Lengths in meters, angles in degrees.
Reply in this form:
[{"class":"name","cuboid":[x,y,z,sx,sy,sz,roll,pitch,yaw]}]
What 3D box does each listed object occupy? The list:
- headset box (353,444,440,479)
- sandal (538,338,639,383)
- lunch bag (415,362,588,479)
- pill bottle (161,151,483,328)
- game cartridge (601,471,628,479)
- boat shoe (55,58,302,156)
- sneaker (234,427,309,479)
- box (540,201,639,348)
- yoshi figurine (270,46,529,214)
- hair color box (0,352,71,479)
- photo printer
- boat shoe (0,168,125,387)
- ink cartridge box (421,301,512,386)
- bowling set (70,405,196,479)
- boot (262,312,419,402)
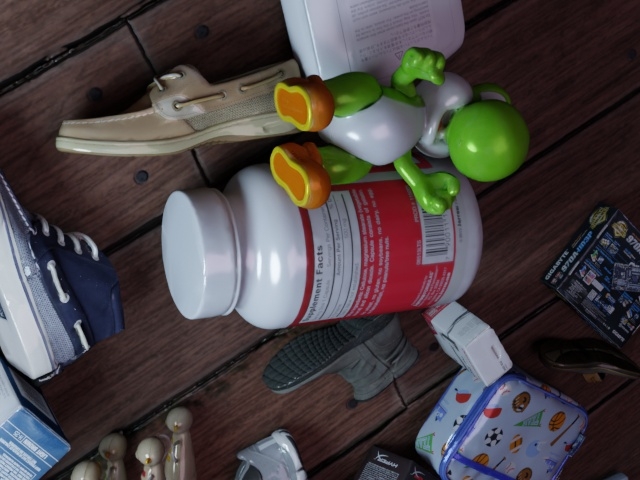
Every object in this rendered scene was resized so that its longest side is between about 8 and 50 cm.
[{"class":"headset box","cuboid":[0.115,0.525,1.823,0.218,0.110,0.293,41,72,-33]},{"class":"sandal","cuboid":[0.472,0.223,1.951,0.219,0.090,0.060,4,124,-30]},{"class":"lunch bag","cuboid":[0.315,0.341,1.885,0.303,0.115,0.243,31,92,-38]},{"class":"pill bottle","cuboid":[0.000,0.000,1.533,0.407,0.229,0.229,-6,112,-25]},{"class":"game cartridge","cuboid":[0.520,0.608,2.142,0.198,0.062,0.297,-17,116,-16]},{"class":"boat shoe","cuboid":[-0.183,-0.175,1.446,0.341,0.121,0.110,-11,102,-25]},{"class":"sneaker","cuboid":[-0.072,0.420,1.737,0.132,0.086,0.229,-21,93,-8]},{"class":"box","cuboid":[0.509,0.064,1.925,0.220,0.051,0.175,38,90,-33]},{"class":"yoshi figurine","cuboid":[0.129,-0.139,1.429,0.362,0.203,0.203,-11,75,-31]},{"class":"hair color box","cuboid":[-0.504,0.322,1.432,0.347,0.174,0.105,-43,124,-6]},{"class":"photo printer","cuboid":[0.065,-0.353,1.501,0.256,0.107,0.308,-23,118,-17]},{"class":"boat shoe","cuboid":[-0.367,0.009,1.429,0.158,0.127,0.341,-29,121,-33]},{"class":"ink cartridge box","cuboid":[0.235,0.159,1.771,0.056,0.135,0.099,-38,121,-8]},{"class":"bowling set","cuboid":[-0.299,0.342,1.550,0.199,0.287,0.154,3,104,7]},{"class":"boot","cuboid":[0.042,0.203,1.726,0.246,0.083,0.161,-32,126,-11]}]
